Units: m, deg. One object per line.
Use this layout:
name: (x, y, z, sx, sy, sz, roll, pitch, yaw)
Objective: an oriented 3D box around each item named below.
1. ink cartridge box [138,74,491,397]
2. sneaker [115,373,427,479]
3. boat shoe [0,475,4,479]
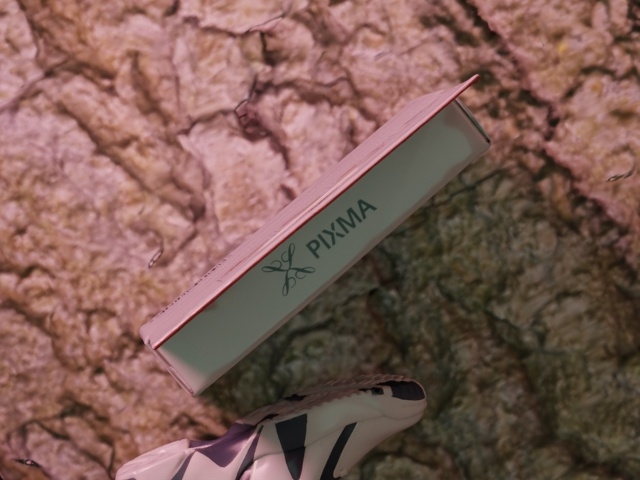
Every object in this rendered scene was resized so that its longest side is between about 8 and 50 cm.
ink cartridge box: (0.000, 0.000, 1.200, 0.275, 0.239, 0.060, -40, 96, -6)
sneaker: (-0.018, 0.198, 1.276, 0.235, 0.094, 0.153, -21, 95, -7)
boat shoe: (-0.278, 0.190, 1.176, 0.500, 0.187, 0.156, 22, 94, -5)
